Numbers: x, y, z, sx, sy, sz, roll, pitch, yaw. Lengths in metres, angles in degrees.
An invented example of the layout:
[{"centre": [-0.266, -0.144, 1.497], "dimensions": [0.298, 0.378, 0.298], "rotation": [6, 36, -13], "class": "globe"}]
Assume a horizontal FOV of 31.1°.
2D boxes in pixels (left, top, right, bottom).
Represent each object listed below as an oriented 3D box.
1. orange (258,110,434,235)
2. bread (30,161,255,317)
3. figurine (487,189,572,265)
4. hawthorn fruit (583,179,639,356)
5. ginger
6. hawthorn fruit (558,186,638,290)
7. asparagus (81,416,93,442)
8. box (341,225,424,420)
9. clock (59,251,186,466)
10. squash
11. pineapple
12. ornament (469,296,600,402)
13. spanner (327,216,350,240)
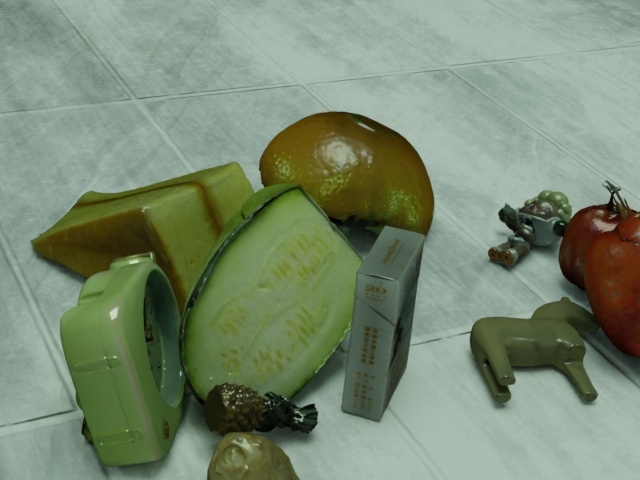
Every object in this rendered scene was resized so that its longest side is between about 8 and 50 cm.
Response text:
[{"centre": [0.067, -0.116, 2.059], "dimensions": [0.334, 0.196, 0.263], "rotation": [22, 29, -28], "class": "orange"}, {"centre": [-0.281, 0.025, 1.901], "dimensions": [0.361, 0.245, 0.233], "rotation": [-9, 16, 43], "class": "bread"}, {"centre": [0.375, -0.025, 2.056], "dimensions": [0.147, 0.094, 0.197], "rotation": [17, 31, 40], "class": "figurine"}, {"centre": [0.504, 0.042, 1.773], "dimensions": [0.211, 0.299, 0.211], "rotation": [-18, -9, -3], "class": "hawthorn fruit"}, {"centre": [-0.085, 0.277, 1.441], "dimensions": [0.115, 0.123, 0.193], "rotation": [-6, 21, 2], "class": "ginger"}, {"centre": [0.485, 0.001, 1.931], "dimensions": [0.156, 0.194, 0.157], "rotation": [2, 19, -1], "class": "hawthorn fruit"}, {"centre": [-0.302, 0.210, 1.587], "dimensions": [0.045, 0.041, 0.178], "rotation": [11, 30, -11], "class": "asparagus"}, {"centre": [0.088, 0.115, 1.621], "dimensions": [0.067, 0.233, 0.149], "rotation": [12, 30, 12], "class": "box"}, {"centre": [-0.250, 0.136, 1.547], "dimensions": [0.096, 0.235, 0.308], "rotation": [-10, 23, 8], "class": "clock"}, {"centre": [-0.082, 0.100, 1.630], "dimensions": [0.210, 0.234, 0.309], "rotation": [-31, 17, 25], "class": "squash"}, {"centre": [-0.076, 0.230, 1.535], "dimensions": [0.159, 0.074, 0.074], "rotation": [11, 23, -34], "class": "pineapple"}, {"centre": [0.341, 0.156, 1.766], "dimensions": [0.230, 0.061, 0.245], "rotation": [2, 30, -11], "class": "ornament"}, {"centre": [0.000, 0.000, 1.996], "dimensions": [0.095, 0.040, 0.325], "rotation": [8, 26, 3], "class": "spanner"}]
